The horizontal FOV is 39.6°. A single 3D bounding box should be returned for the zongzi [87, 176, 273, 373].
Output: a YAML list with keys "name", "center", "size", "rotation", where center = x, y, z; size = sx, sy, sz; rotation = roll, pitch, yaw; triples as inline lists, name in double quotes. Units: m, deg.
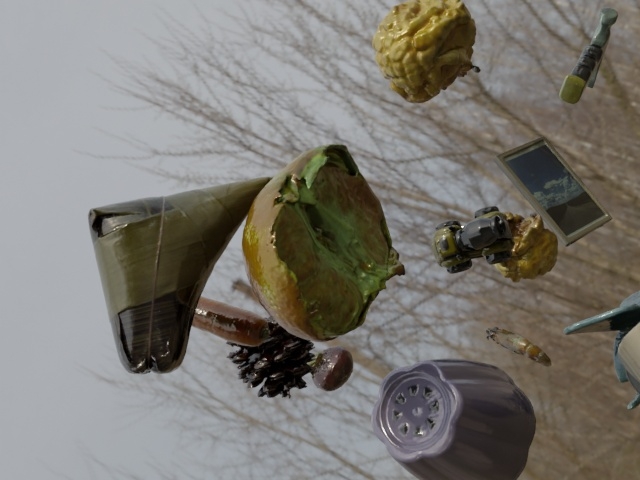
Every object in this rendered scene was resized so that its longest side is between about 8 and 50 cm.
- name: "zongzi"
  center: [-0.195, 0.053, 1.447]
  size: [0.154, 0.317, 0.289]
  rotation: [122, 133, -77]

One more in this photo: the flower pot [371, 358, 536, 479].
- name: "flower pot"
  center: [0.234, 0.330, 1.643]
  size: [0.243, 0.265, 0.265]
  rotation: [32, -99, -51]

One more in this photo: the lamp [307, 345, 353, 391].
- name: "lamp"
  center: [0.029, 0.409, 2.879]
  size: [0.157, 0.135, 0.156]
  rotation: [-52, 15, -7]

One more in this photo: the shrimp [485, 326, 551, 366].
- name: "shrimp"
  center: [0.451, 0.243, 2.042]
  size: [0.042, 0.190, 0.101]
  rotation: [-54, -48, -9]

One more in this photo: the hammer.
- name: "hammer"
  center: [0.509, -0.332, 1.707]
  size: [0.226, 0.041, 0.159]
  rotation: [-53, -22, -42]

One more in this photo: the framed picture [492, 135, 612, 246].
- name: "framed picture"
  center: [0.524, -0.114, 2.006]
  size: [0.189, 0.260, 0.023]
  rotation: [-23, -21, -37]

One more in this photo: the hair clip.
- name: "hair clip"
  center: [0.813, 0.221, 2.048]
  size: [0.392, 0.238, 0.318]
  rotation: [-13, -14, -48]

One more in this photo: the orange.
- name: "orange"
  center: [-0.009, 0.001, 1.447]
  size: [0.335, 0.196, 0.263]
  rotation: [-59, -43, -32]

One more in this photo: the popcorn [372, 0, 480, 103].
- name: "popcorn"
  center: [0.174, -0.311, 1.438]
  size: [0.180, 0.170, 0.180]
  rotation: [-46, -12, -13]

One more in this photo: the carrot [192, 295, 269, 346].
- name: "carrot"
  center: [-0.194, 0.144, 1.655]
  size: [0.067, 0.225, 0.067]
  rotation: [17, -90, -72]

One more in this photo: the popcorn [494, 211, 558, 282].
- name: "popcorn"
  center: [0.586, 0.013, 2.633]
  size: [0.191, 0.190, 0.253]
  rotation: [-45, -59, -8]

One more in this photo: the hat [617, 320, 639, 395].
- name: "hat"
  center: [0.671, 0.244, 1.589]
  size: [0.232, 0.275, 0.161]
  rotation: [-50, -11, 23]

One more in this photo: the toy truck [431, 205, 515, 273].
- name: "toy truck"
  center: [0.395, -0.003, 2.348]
  size: [0.165, 0.224, 0.147]
  rotation: [14, -120, -67]

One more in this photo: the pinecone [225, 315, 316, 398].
- name: "pinecone"
  center: [-0.109, 0.283, 2.146]
  size: [0.221, 0.221, 0.221]
  rotation: [-47, -30, -39]
